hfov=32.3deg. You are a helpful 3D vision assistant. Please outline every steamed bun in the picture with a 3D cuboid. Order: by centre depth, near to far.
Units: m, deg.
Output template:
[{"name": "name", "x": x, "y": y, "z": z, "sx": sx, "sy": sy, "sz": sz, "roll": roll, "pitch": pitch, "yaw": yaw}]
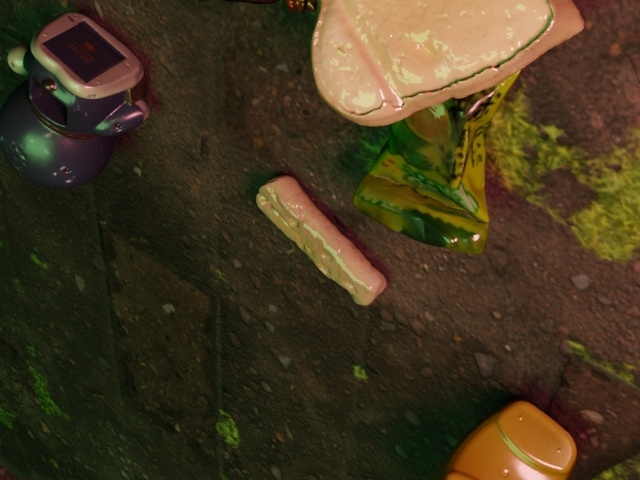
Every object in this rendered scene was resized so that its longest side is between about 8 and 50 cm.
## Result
[{"name": "steamed bun", "x": 0.082, "y": -0.202, "z": 0.959, "sx": 0.212, "sy": 0.110, "sz": 0.231, "roll": -43, "pitch": 79, "yaw": 22}]

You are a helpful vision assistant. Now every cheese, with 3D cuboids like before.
[{"name": "cheese", "x": 0.000, "y": 0.000, "z": 1.330, "sx": 0.194, "sy": 0.043, "sz": 0.065, "roll": 46, "pitch": 145, "yaw": 1}]

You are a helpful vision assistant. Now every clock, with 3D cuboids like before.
[{"name": "clock", "x": -0.332, "y": -0.174, "z": 1.432, "sx": 0.200, "sy": 0.146, "sz": 0.243, "roll": 39, "pitch": 138, "yaw": 3}]

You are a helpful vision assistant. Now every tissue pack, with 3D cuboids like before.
[{"name": "tissue pack", "x": 0.204, "y": 0.276, "z": 1.272, "sx": 0.123, "sy": 0.178, "sz": 0.127, "roll": 41, "pitch": 164, "yaw": 10}]

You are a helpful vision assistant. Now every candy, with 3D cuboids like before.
[{"name": "candy", "x": 0.119, "y": -0.114, "z": 1.063, "sx": 0.149, "sy": 0.069, "sz": 0.246, "roll": 26, "pitch": 128, "yaw": 24}]

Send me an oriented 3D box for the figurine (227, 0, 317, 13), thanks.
[{"name": "figurine", "x": -0.063, "y": -0.330, "z": 1.016, "sx": 0.138, "sy": 0.110, "sz": 0.245, "roll": 19, "pitch": 129, "yaw": 30}]
